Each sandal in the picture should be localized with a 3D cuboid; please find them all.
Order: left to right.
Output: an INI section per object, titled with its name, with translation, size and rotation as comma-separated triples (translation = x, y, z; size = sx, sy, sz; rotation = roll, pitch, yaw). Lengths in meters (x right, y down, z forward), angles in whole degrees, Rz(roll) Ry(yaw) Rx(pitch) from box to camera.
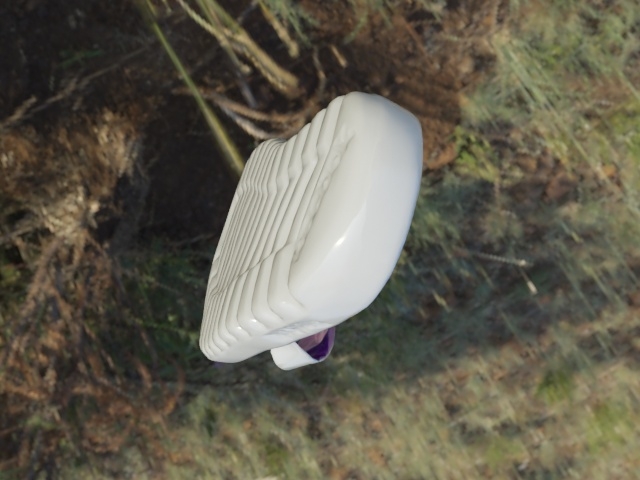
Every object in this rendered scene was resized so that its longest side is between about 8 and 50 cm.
[sandal]
translation = -0.005, 0.015, 0.657
size = 0.102, 0.169, 0.416
rotation = 20, 174, -12
